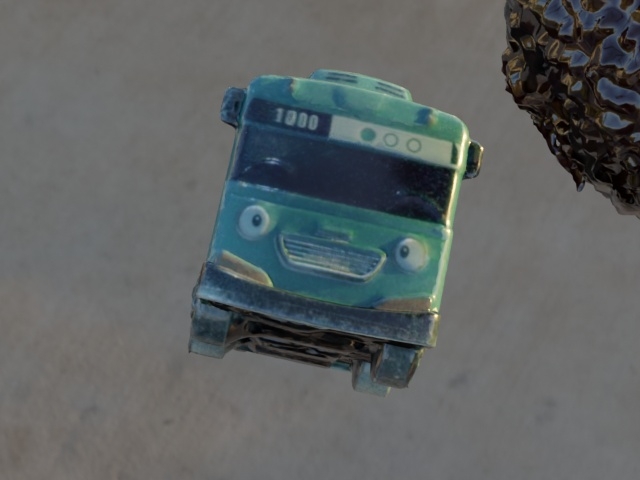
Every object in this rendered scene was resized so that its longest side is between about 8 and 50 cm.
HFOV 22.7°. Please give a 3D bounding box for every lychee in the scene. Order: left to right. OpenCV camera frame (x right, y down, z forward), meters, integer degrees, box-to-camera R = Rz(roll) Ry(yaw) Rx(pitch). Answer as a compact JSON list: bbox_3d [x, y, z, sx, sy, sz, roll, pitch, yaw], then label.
[{"bbox_3d":[0.166,-0.092,0.665,0.188,0.188,0.188,-3,50,3],"label":"lychee"}]

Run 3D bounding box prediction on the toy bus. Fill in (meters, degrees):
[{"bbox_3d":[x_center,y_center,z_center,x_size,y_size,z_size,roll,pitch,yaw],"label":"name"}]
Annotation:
[{"bbox_3d":[0.000,0.000,0.862,0.128,0.256,0.147,12,81,-3],"label":"toy bus"}]
